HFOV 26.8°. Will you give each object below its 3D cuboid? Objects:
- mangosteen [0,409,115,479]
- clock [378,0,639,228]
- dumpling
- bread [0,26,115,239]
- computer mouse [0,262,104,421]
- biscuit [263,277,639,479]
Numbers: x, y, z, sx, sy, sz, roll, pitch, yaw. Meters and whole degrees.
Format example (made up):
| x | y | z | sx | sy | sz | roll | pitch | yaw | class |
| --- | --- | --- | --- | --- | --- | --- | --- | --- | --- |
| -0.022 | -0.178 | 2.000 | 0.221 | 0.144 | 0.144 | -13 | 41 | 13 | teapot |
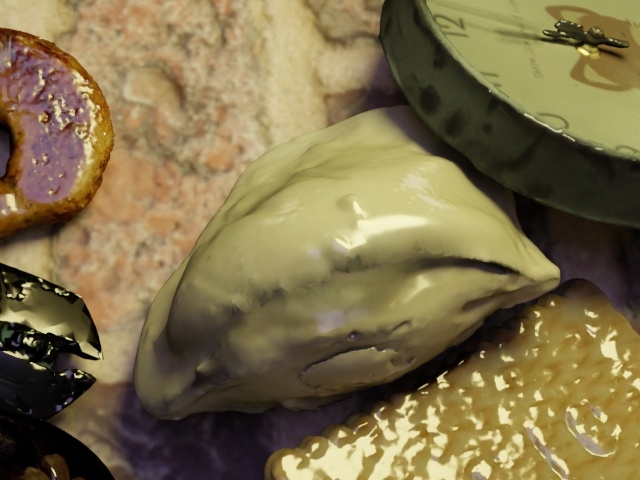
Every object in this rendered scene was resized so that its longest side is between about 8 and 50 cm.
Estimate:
| x | y | z | sx | sy | sz | roll | pitch | yaw | class |
| --- | --- | --- | --- | --- | --- | --- | --- | --- | --- |
| -0.244 | 0.224 | 0.861 | 0.243 | 0.243 | 0.243 | 1 | 67 | -3 | mangosteen |
| 0.208 | -0.146 | 1.046 | 0.325 | 0.067 | 0.325 | 12 | 45 | -12 | clock |
| 0.000 | 0.000 | 0.973 | 0.318 | 0.187 | 0.243 | -15 | 56 | 0 | dumpling |
| -0.260 | -0.083 | 1.061 | 0.193 | 0.064 | 0.193 | 2 | 73 | -5 | bread |
| -0.279 | 0.065 | 0.987 | 0.241 | 0.077 | 0.146 | 13 | 69 | 1 | computer mouse |
| 0.139 | 0.171 | 0.956 | 0.325 | 0.044 | 0.217 | -28 | 71 | -28 | biscuit |
